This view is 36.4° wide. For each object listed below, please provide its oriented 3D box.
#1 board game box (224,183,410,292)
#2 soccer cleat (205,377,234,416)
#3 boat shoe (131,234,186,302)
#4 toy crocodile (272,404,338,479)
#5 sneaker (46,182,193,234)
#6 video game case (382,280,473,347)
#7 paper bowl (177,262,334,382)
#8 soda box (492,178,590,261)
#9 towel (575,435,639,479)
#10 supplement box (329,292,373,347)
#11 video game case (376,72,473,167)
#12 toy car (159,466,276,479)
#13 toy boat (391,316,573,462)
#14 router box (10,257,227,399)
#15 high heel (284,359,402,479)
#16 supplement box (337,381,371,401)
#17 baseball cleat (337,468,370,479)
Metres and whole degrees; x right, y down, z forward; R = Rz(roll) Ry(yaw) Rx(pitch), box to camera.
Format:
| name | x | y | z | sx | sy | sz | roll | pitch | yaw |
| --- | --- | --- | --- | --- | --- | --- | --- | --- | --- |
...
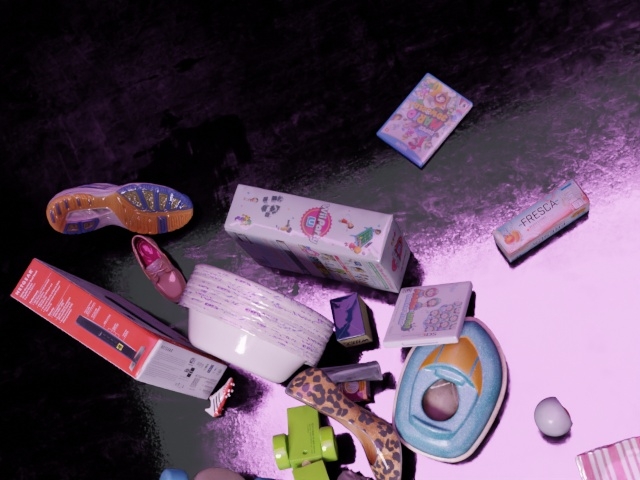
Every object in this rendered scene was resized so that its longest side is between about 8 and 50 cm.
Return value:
| name | x | y | z | sx | sy | sz | roll | pitch | yaw |
| --- | --- | --- | --- | --- | --- | --- | --- | --- | --- |
| board game box | 0.000 | 0.000 | 1.844 | 0.303 | 0.224 | 0.097 | 12 | 76 | 17 |
| soccer cleat | -0.198 | 0.305 | 1.912 | 0.036 | 0.029 | 0.083 | 23 | 86 | 15 |
| boat shoe | -0.337 | 0.056 | 2.001 | 0.063 | 0.059 | 0.170 | -41 | 69 | 0 |
| toy crocodile | -0.014 | 0.432 | 1.747 | 0.115 | 0.105 | 0.340 | -13 | 41 | -1 |
| sneaker | -0.415 | -0.083 | 2.034 | 0.297 | 0.131 | 0.111 | 1 | 110 | -7 |
| video game case | 0.200 | 0.136 | 1.799 | 0.143 | 0.019 | 0.157 | -8 | 34 | 27 |
| paper bowl | -0.130 | 0.162 | 1.797 | 0.284 | 0.284 | 0.148 | 22 | 81 | 19 |
| soda box | 0.415 | -0.037 | 1.831 | 0.183 | 0.063 | 0.058 | -33 | 69 | 3 |
| towel | 0.558 | 0.411 | 1.687 | 0.197 | 0.029 | 0.144 | -20 | 72 | 8 |
| supplement box | 0.059 | 0.153 | 1.858 | 0.056 | 0.083 | 0.083 | -14 | 72 | 10 |
| video game case | 0.210 | -0.244 | 1.968 | 0.119 | 0.015 | 0.166 | 39 | 87 | 20 |
| toy car | -0.196 | 0.559 | 1.764 | 0.210 | 0.219 | 0.238 | -123 | 48 | -58 |
| toy boat | 0.291 | 0.276 | 1.730 | 0.318 | 0.148 | 0.267 | 15 | 79 | 18 |
| router box | -0.367 | 0.173 | 1.828 | 0.301 | 0.335 | 0.082 | 29 | 85 | 20 |
| high heel | 0.040 | 0.350 | 1.735 | 0.186 | 0.093 | 0.261 | -6 | 74 | -22 |
| supplement box | 0.051 | 0.279 | 1.847 | 0.083 | 0.043 | 0.055 | -8 | 74 | 13 |
| baseball cleat | 0.108 | 0.505 | 1.766 | 0.206 | 0.072 | 0.109 | 32 | 99 | 24 |
